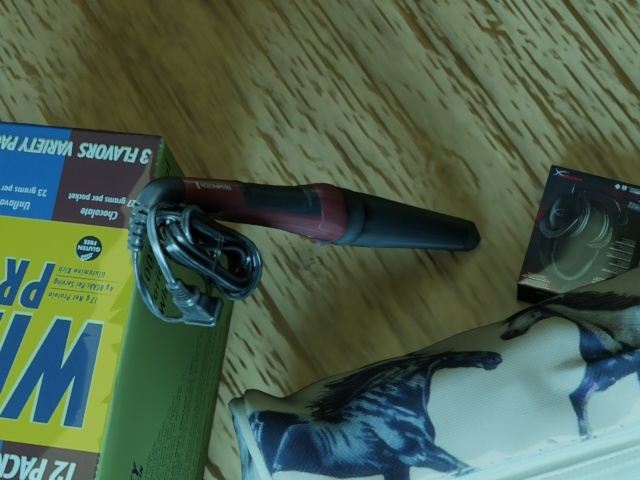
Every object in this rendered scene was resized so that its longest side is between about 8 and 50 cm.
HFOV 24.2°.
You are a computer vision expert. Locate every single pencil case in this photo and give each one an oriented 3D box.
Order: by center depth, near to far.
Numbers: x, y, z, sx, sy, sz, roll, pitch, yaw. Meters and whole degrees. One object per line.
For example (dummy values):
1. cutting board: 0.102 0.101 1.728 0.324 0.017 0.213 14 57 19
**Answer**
1. pencil case: 0.163 0.089 0.731 0.410 0.183 0.160 -19 101 0

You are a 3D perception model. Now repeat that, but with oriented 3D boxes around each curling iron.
1. curling iron: 0.000 0.000 0.761 0.035 0.274 0.068 1 93 36

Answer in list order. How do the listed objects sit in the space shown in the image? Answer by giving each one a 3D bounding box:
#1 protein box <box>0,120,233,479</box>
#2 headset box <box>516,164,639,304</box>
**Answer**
1. protein box: -0.140 0.069 0.769 0.136 0.201 0.200 6 72 9
2. headset box: 0.148 0.007 0.842 0.062 0.032 0.083 15 72 13
